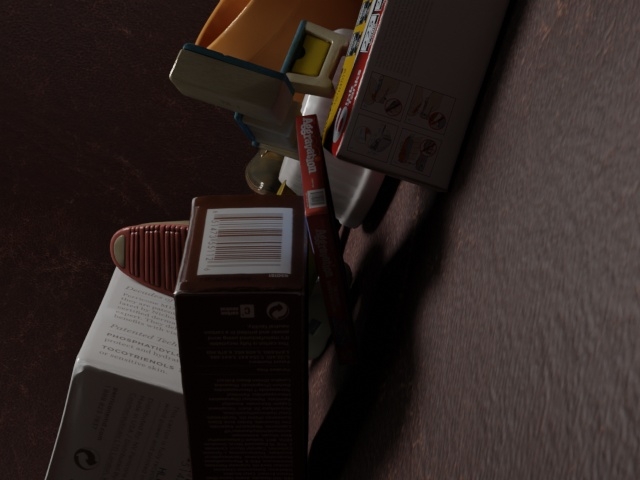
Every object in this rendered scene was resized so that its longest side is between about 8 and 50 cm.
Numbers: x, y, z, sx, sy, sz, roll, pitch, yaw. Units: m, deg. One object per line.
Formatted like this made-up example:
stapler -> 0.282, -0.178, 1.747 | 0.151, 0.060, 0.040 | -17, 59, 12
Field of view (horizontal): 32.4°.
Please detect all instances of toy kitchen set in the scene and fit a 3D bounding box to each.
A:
toy kitchen set -> -0.058, -0.202, 1.239 | 0.207, 0.122, 0.166 | 55, -125, -74

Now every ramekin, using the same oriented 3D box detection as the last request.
ramekin -> 0.035, -0.164, 1.504 | 0.273, 0.127, 0.273 | -161, 90, -86

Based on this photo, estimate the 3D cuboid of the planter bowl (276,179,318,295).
planter bowl -> -0.051, 0.037, 1.419 | 0.217, 0.090, 0.217 | -156, 90, -85

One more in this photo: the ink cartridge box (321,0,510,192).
ink cartridge box -> 0.106, -0.230, 1.234 | 0.272, 0.130, 0.310 | -122, 49, -80

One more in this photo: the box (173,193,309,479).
box -> -0.080, 0.154, 1.263 | 0.191, 0.143, 0.381 | -90, -2, -56

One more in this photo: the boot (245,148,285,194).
boot -> -0.073, -0.154, 1.837 | 0.219, 0.082, 0.106 | -86, 13, -64

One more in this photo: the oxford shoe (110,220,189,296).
oxford shoe -> -0.162, 0.022, 1.790 | 0.130, 0.348, 0.123 | -79, -3, -68

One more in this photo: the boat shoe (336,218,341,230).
boat shoe -> 0.000, 0.000, 1.664 | 0.080, 0.076, 0.229 | 33, -103, -60

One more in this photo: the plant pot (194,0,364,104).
plant pot -> -0.036, -0.346, 1.741 | 0.291, 0.203, 0.291 | -46, 19, 21

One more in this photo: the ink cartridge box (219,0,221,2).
ink cartridge box -> -0.011, -0.590, 2.174 | 0.166, 0.285, 0.395 | 134, 152, -68

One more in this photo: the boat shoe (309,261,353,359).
boat shoe -> -0.010, 0.099, 1.542 | 0.227, 0.079, 0.081 | -51, 16, 54

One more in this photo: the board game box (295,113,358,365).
board game box -> 0.009, 0.007, 1.249 | 0.281, 0.027, 0.145 | 78, -175, -51

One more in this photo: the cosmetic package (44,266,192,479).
cosmetic package -> -0.236, 0.282, 1.748 | 0.394, 0.327, 0.329 | -93, 21, -69
